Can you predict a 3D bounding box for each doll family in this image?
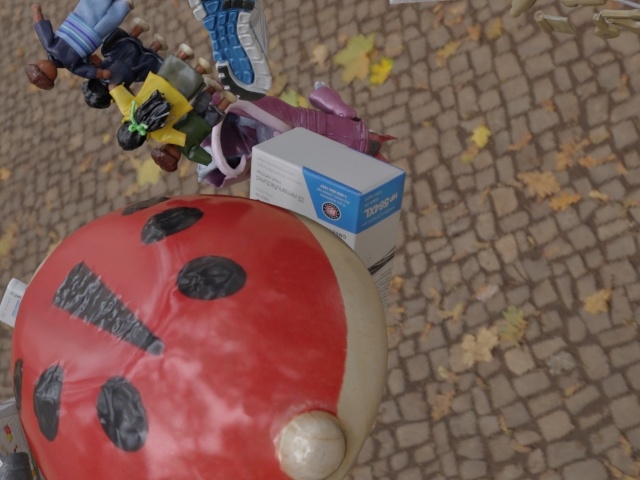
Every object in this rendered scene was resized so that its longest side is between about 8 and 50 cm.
[{"bbox_3d":[-0.167,-0.136,0.779,0.111,0.193,0.076,-52,4,-11],"label":"doll family"}]

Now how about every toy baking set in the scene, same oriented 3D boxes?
[{"bbox_3d":[0.358,-0.320,1.184,0.197,0.256,0.030,9,86,4],"label":"toy baking set"}]

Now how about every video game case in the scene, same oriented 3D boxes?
[{"bbox_3d":[-0.357,0.112,1.196,0.157,0.143,0.019,-39,23,58],"label":"video game case"}]

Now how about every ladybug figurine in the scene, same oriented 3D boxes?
[{"bbox_3d":[-0.124,0.083,0.717,0.449,0.162,0.305,10,65,56],"label":"ladybug figurine"}]

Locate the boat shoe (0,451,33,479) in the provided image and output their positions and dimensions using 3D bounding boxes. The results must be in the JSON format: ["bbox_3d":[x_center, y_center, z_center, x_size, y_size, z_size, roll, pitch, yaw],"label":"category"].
[{"bbox_3d":[-0.411,0.276,1.048,0.229,0.080,0.076,-13,76,41],"label":"boat shoe"}]

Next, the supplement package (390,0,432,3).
[{"bbox_3d":[0.149,-0.380,0.807,0.178,0.293,0.175,-5,62,-4],"label":"supplement package"}]

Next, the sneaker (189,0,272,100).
[{"bbox_3d":[-0.093,-0.248,0.963,0.071,0.190,0.083,-1,46,7],"label":"sneaker"}]

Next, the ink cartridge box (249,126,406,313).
[{"bbox_3d":[0.000,0.000,0.978,0.148,0.086,0.203,25,126,30],"label":"ink cartridge box"}]

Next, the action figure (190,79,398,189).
[{"bbox_3d":[-0.032,-0.192,1.544,0.276,0.370,0.248,156,114,-72],"label":"action figure"}]

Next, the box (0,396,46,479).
[{"bbox_3d":[-0.425,0.298,1.209,0.038,0.186,0.145,-13,91,9],"label":"box"}]
